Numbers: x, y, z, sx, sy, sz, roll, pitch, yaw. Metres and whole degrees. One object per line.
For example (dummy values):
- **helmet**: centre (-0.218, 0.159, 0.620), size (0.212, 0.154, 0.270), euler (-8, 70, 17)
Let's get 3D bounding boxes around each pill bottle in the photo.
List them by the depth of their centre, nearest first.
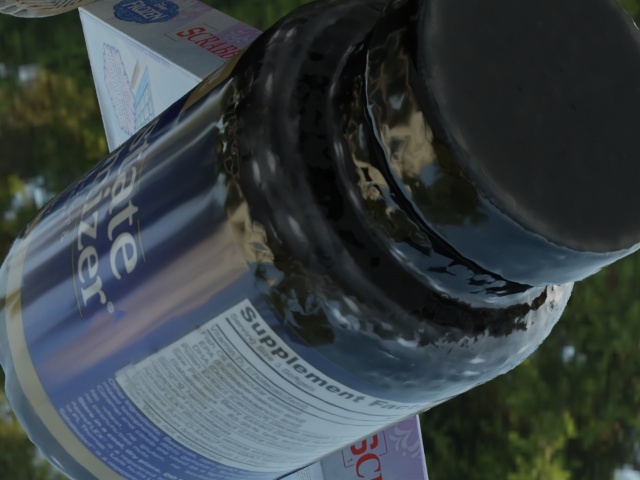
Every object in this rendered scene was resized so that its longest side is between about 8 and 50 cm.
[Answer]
- **pill bottle**: centre (0.000, 0.000, 0.576), size (0.123, 0.219, 0.123), euler (18, -122, -31)

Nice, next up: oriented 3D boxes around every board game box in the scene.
- **board game box**: centre (-0.041, 0.029, 1.128), size (0.066, 0.319, 0.318), euler (-17, -157, -19)

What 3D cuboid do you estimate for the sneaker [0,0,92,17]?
- **sneaker**: centre (-0.154, -0.215, 0.774), size (0.099, 0.282, 0.153), euler (-25, -116, 2)
